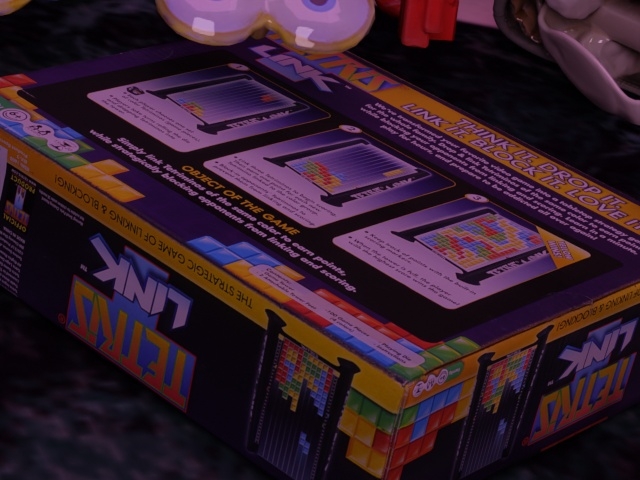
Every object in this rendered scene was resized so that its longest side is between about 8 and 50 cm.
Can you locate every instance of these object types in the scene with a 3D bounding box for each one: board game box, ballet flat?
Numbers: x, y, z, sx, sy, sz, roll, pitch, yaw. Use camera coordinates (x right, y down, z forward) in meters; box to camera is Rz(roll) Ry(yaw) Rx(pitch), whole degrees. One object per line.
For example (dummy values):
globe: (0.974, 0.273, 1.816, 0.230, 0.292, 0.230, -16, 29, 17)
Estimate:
board game box: (0.000, 0.000, 0.518, 0.170, 0.048, 0.141, 31, 31, 33)
ballet flat: (0.150, -0.054, 0.680, 0.068, 0.072, 0.213, -39, 51, -23)

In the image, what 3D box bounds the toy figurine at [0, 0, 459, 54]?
toy figurine: (-0.124, -0.192, 0.588, 0.362, 0.217, 0.191, 7, 14, 1)
